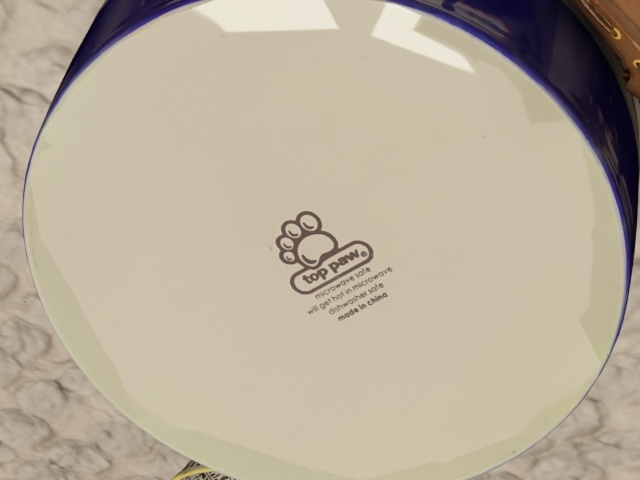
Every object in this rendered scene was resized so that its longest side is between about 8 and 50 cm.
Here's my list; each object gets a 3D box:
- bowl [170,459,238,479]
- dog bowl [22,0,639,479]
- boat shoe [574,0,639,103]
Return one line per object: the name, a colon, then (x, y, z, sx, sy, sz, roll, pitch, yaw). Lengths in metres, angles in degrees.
bowl: (-0.009, 0.156, 1.196, 0.170, 0.080, 0.170, 14, 147, 9)
dog bowl: (0.007, -0.017, 0.830, 0.265, 0.104, 0.265, 5, 123, 7)
boat shoe: (0.160, -0.079, 0.790, 0.060, 0.064, 0.178, -12, 130, 46)
